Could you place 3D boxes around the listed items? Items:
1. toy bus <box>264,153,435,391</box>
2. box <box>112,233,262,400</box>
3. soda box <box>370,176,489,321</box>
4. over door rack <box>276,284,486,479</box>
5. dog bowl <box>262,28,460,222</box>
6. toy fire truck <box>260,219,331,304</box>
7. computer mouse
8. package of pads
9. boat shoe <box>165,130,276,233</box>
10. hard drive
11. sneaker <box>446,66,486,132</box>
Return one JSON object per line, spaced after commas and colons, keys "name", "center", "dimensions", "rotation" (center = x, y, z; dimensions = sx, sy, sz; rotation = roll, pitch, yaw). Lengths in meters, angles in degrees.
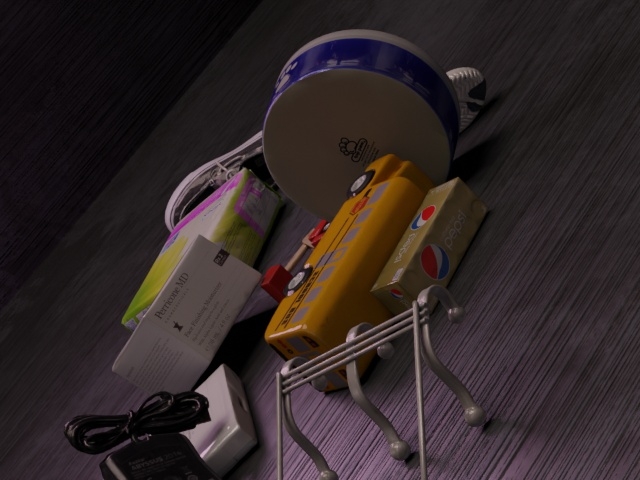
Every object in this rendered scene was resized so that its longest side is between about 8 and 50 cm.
{"name": "toy bus", "center": [0.057, 0.030, 1.785], "dimensions": [0.130, 0.108, 0.333], "rotation": [-23, 29, 53]}
{"name": "box", "center": [-0.199, 0.122, 2.105], "dimensions": [0.181, 0.119, 0.182], "rotation": [-60, 4, -38]}
{"name": "soda box", "center": [0.135, 0.010, 1.725], "dimensions": [0.058, 0.061, 0.181], "rotation": [-24, 28, 53]}
{"name": "over door rack", "center": [0.043, 0.228, 1.402], "dimensions": [0.239, 0.108, 0.324], "rotation": [-32, 36, 41]}
{"name": "dog bowl", "center": [0.056, -0.150, 1.936], "dimensions": [0.265, 0.265, 0.104], "rotation": [-36, 22, 32]}
{"name": "toy fire truck", "center": [0.000, 0.000, 2.105], "dimensions": [0.135, 0.047, 0.192], "rotation": [-28, 23, 50]}
{"name": "computer mouse", "center": [-0.180, 0.295, 1.686], "dimensions": [0.188, 0.072, 0.272], "rotation": [-11, 36, -24]}
{"name": "package of pads", "center": [-0.195, 0.029, 2.420], "dimensions": [0.229, 0.101, 0.296], "rotation": [-35, 20, 36]}
{"name": "boat shoe", "center": [-0.148, -0.101, 2.600], "dimensions": [0.306, 0.113, 0.105], "rotation": [-32, 22, -5]}
{"name": "hard drive", "center": [-0.232, 0.336, 1.887], "dimensions": [0.353, 0.047, 0.233], "rotation": [-44, 17, 5]}
{"name": "sneaker", "center": [0.148, -0.197, 2.117], "dimensions": [0.235, 0.094, 0.153], "rotation": [-49, 22, 27]}
